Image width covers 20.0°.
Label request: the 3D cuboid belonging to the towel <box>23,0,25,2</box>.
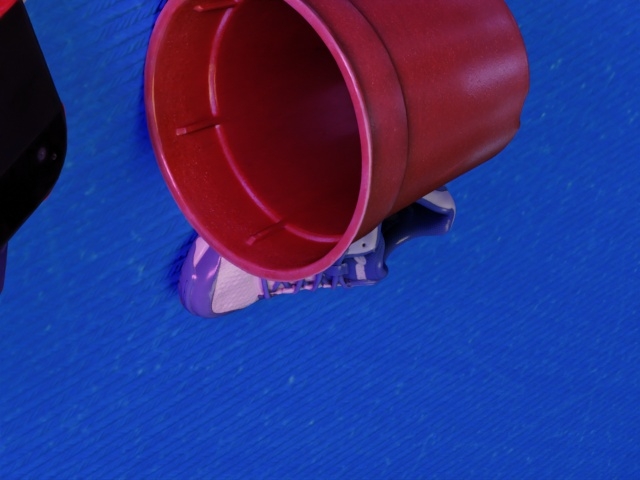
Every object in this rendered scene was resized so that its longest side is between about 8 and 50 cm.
[{"bbox_3d":[-0.273,-0.273,1.335,0.187,0.049,0.282,-49,145,3],"label":"towel"}]

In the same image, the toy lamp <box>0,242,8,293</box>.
[{"bbox_3d":[-0.308,-0.050,1.496,0.080,0.080,0.275,-28,141,-23],"label":"toy lamp"}]

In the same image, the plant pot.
[{"bbox_3d":[0.030,-0.131,1.626,0.265,0.272,0.272,-22,139,-43],"label":"plant pot"}]

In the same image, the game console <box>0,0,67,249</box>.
[{"bbox_3d":[-0.330,-0.070,1.246,0.386,0.060,0.342,-55,142,-36],"label":"game console"}]

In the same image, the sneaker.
[{"bbox_3d":[0.000,0.000,1.816,0.296,0.131,0.112,-33,145,-16],"label":"sneaker"}]
